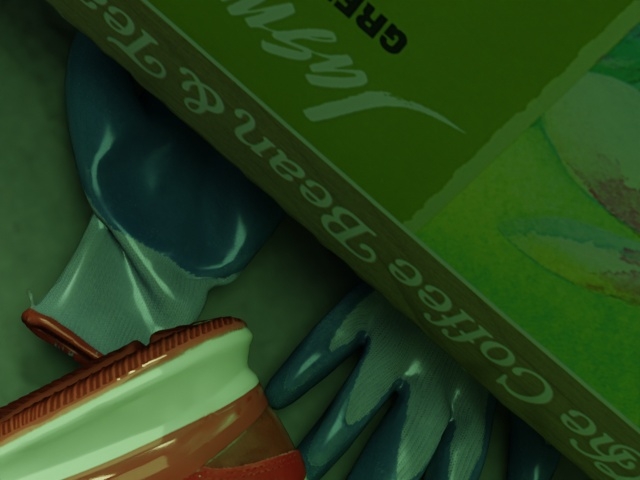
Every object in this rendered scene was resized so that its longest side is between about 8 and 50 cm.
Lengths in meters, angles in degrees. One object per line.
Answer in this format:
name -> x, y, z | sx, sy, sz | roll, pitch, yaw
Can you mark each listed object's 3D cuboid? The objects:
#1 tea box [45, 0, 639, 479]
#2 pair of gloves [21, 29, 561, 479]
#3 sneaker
tea box -> 0.102, -0.144, 0.479 | 0.329, 0.323, 0.220 | 41, 54, -1
pair of gloves -> 0.000, 0.000, 0.584 | 0.198, 0.023, 0.159 | 31, 66, -7
sneaker -> -0.091, 0.120, 0.486 | 0.221, 0.087, 0.128 | -27, 92, -10
